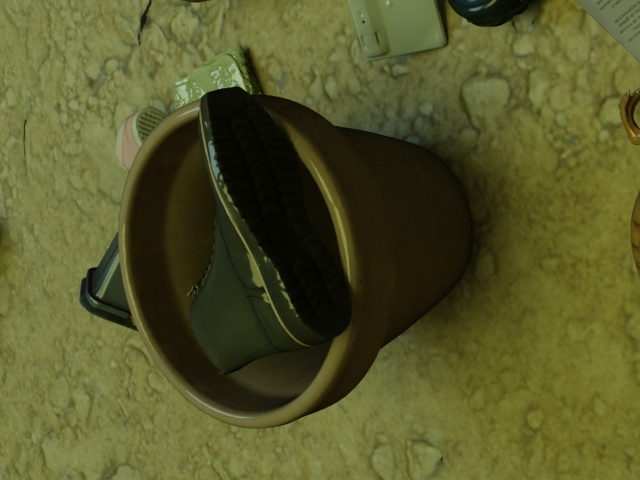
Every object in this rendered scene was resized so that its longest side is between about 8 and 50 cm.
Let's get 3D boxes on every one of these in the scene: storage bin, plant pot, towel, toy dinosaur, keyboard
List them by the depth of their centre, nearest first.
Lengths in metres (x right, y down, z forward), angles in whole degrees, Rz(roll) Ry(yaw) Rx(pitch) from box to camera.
[{"bbox_3d":[0.266,-0.062,1.160,0.211,0.064,0.112,-44,71,39],"label":"toy dinosaur"},{"bbox_3d":[0.038,-0.266,1.273,0.072,0.014,0.256,-13,117,10],"label":"keyboard"},{"bbox_3d":[0.000,0.000,1.298,0.263,0.229,0.263,11,108,40],"label":"plant pot"},{"bbox_3d":[-0.087,-0.100,1.491,0.110,0.027,0.148,-28,81,43],"label":"towel"},{"bbox_3d":[-0.152,0.037,1.508,0.098,0.135,0.091,-103,36,-66],"label":"storage bin"}]

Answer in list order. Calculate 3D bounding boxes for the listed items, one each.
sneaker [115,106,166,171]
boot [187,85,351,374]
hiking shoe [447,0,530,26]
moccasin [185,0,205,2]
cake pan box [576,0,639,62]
[{"bbox_3d":[-0.162,-0.066,1.556,0.070,0.051,0.134,-2,109,60],"label":"sneaker"},{"bbox_3d":[-0.071,0.000,1.163,0.137,0.077,0.198,-28,78,47],"label":"boot"},{"bbox_3d":[0.090,-0.313,1.214,0.113,0.132,0.304,-6,95,42],"label":"hiking shoe"},{"bbox_3d":[-0.061,-0.359,1.322,0.139,0.147,0.380,59,135,23],"label":"moccasin"},{"bbox_3d":[0.228,-0.277,1.073,0.246,0.070,0.267,41,130,-7],"label":"cake pan box"}]
